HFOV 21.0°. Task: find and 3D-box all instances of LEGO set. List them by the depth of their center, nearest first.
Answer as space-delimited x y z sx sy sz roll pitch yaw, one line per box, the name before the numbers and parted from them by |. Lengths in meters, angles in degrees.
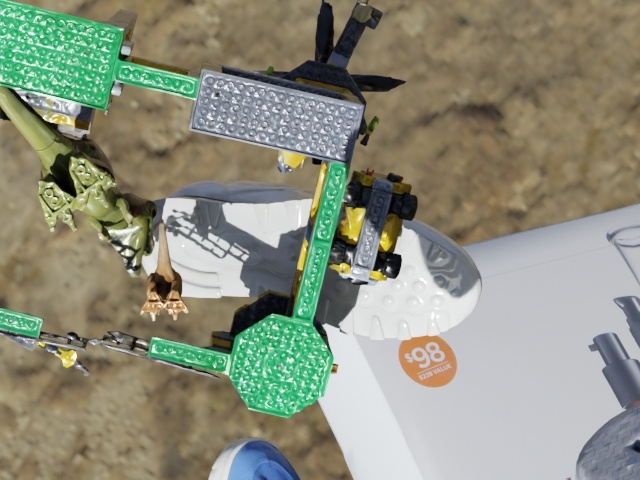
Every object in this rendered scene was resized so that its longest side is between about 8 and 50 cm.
LEGO set | -0.115 -0.037 1.069 0.192 0.331 0.255 -107 23 -79

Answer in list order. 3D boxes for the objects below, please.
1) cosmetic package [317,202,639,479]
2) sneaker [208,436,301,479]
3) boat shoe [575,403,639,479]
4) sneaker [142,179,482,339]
cosmetic package | 0.200 0.131 1.319 0.284 0.377 0.097 62 146 23
sneaker | 0.007 0.153 0.734 0.084 0.058 0.152 -17 87 46
boat shoe | 0.264 0.178 0.831 0.121 0.119 0.335 -40 32 -13
sneaker | 0.000 0.000 1.121 0.235 0.095 0.090 13 110 22
